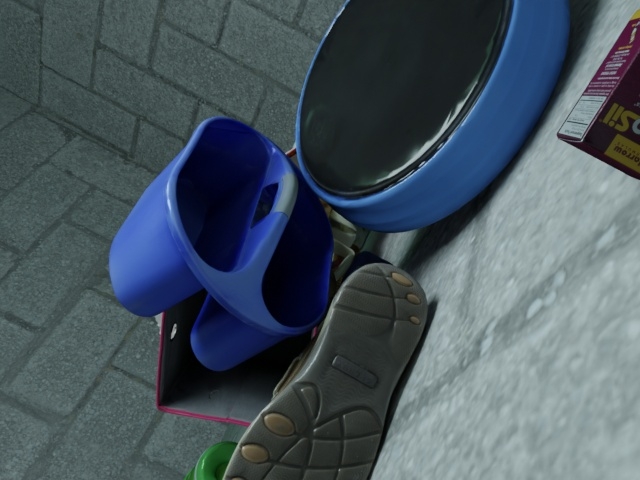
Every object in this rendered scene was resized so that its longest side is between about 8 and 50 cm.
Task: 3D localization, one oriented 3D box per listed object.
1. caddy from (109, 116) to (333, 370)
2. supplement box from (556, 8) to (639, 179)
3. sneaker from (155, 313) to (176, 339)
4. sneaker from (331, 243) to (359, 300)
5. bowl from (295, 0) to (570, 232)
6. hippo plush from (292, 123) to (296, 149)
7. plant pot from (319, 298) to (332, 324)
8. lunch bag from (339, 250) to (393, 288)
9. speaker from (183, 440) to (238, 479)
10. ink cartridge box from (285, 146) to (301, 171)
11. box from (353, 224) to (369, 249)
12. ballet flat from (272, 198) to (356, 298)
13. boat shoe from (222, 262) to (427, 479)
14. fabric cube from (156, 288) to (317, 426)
[{"bbox_3d":[-0.096,-0.012,0.704,0.179,0.241,0.341,-35,26,25],"label":"caddy"},{"bbox_3d":[0.184,-0.081,0.319,0.083,0.055,0.043,-62,3,15],"label":"supplement box"},{"bbox_3d":[-0.304,0.140,1.125,0.080,0.094,0.212,-76,-4,-62],"label":"sneaker"},{"bbox_3d":[0.050,0.083,1.142,0.185,0.070,0.083,-76,-10,-58],"label":"sneaker"},{"bbox_3d":[0.105,-0.206,0.709,0.391,0.077,0.390,-29,51,43],"label":"bowl"},{"bbox_3d":[0.068,-0.225,1.311,0.234,0.237,0.294,-22,41,52],"label":"hippo plush"},{"bbox_3d":[-0.074,0.140,1.385,0.237,0.237,0.254,-63,16,-11],"label":"plant pot"},{"bbox_3d":[0.064,0.074,0.848,0.098,0.067,0.065,-64,1,37],"label":"lunch bag"},{"bbox_3d":[-0.221,0.514,1.208,0.131,0.131,0.296,-65,4,-36],"label":"speaker"},{"bbox_3d":[-0.138,-0.084,1.113,0.296,0.066,0.261,-36,9,-17],"label":"ink cartridge box"},{"bbox_3d":[0.132,-0.118,1.455,0.323,0.063,0.067,-64,5,-22],"label":"box"},{"bbox_3d":[0.000,0.000,0.993,0.342,0.124,0.116,-79,8,-63],"label":"ballet flat"},{"bbox_3d":[0.006,0.176,0.590,0.324,0.123,0.116,-54,-4,-20],"label":"boat shoe"},{"bbox_3d":[-0.134,0.165,1.068,0.258,0.259,0.253,-75,-5,-76],"label":"fabric cube"}]
